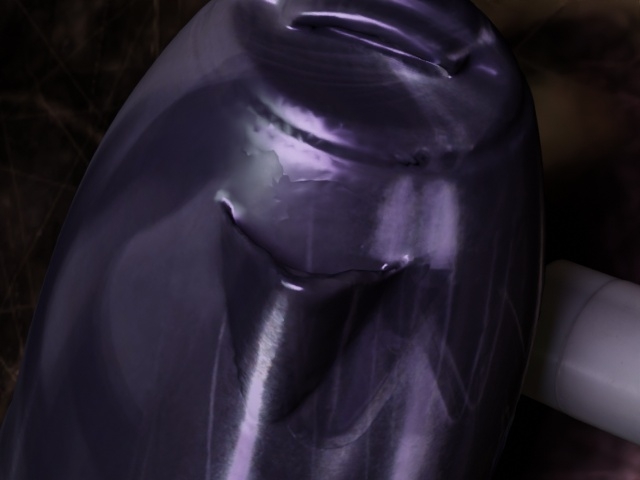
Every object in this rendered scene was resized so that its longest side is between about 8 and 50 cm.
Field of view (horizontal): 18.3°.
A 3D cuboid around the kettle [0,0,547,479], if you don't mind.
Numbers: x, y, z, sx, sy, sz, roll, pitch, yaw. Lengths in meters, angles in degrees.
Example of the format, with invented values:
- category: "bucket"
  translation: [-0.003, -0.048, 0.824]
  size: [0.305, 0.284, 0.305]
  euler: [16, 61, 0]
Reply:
- category: "kettle"
  translation: [0.000, 0.000, 0.904]
  size: [0.228, 0.321, 0.324]
  euler: [20, 129, 2]

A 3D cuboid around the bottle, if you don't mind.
- category: "bottle"
  translation: [0.183, 0.072, 0.908]
  size: [0.201, 0.072, 0.072]
  euler: [21, 95, 33]
